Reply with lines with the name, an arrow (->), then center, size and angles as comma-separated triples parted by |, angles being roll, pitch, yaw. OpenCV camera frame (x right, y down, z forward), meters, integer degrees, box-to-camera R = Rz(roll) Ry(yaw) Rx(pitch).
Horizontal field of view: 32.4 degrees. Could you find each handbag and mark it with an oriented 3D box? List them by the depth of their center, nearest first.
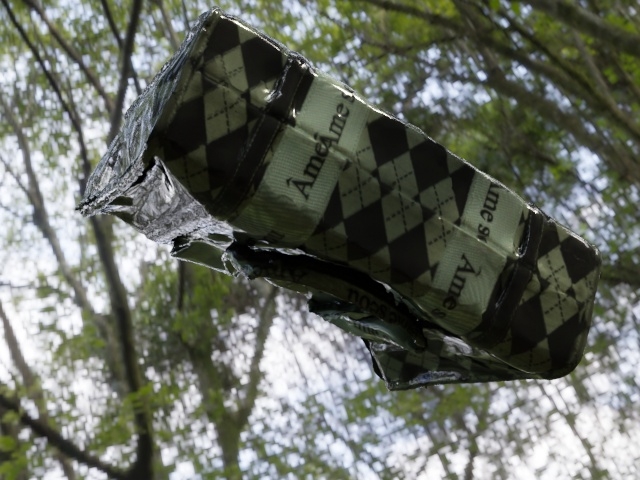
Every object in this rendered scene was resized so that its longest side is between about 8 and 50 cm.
handbag -> 0.000, 0.000, 1.014 | 0.416, 0.180, 0.317 | 30, -24, -16
